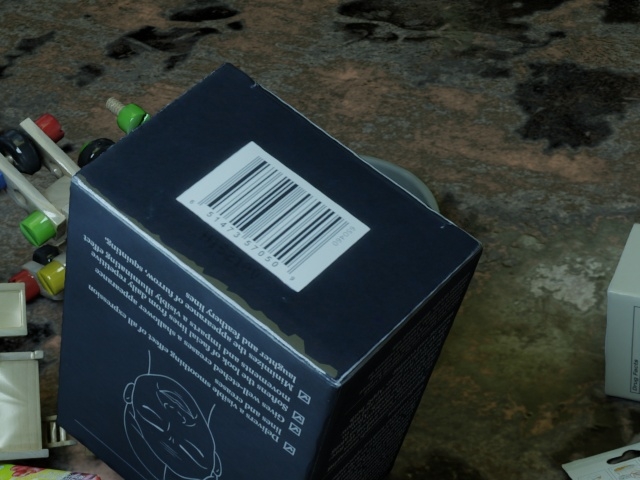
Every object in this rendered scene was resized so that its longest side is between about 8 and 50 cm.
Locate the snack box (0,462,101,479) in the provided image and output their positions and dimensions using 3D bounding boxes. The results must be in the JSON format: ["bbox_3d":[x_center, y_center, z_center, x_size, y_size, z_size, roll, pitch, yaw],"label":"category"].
[{"bbox_3d":[-0.321,0.300,1.441,0.174,0.070,0.207,-4,27,44],"label":"snack box"}]

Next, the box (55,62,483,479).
[{"bbox_3d":[-0.065,0.094,1.398,0.293,0.395,0.212,37,53,16],"label":"box"}]

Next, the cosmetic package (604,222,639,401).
[{"bbox_3d":[0.452,0.095,1.557,0.296,0.153,0.129,10,41,19],"label":"cosmetic package"}]

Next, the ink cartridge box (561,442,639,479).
[{"bbox_3d":[0.333,0.259,1.477,0.145,0.045,0.179,-15,21,-7],"label":"ink cartridge box"}]

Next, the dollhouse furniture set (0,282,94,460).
[{"bbox_3d":[-0.281,0.141,1.616,0.160,0.182,0.101,-1,-9,-20],"label":"dollhouse furniture set"}]

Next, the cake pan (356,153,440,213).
[{"bbox_3d":[0.000,0.000,1.827,0.293,0.054,0.293,-5,39,4],"label":"cake pan"}]

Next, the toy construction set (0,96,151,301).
[{"bbox_3d":[-0.294,0.017,1.695,0.308,0.257,0.237,-16,43,-44],"label":"toy construction set"}]
